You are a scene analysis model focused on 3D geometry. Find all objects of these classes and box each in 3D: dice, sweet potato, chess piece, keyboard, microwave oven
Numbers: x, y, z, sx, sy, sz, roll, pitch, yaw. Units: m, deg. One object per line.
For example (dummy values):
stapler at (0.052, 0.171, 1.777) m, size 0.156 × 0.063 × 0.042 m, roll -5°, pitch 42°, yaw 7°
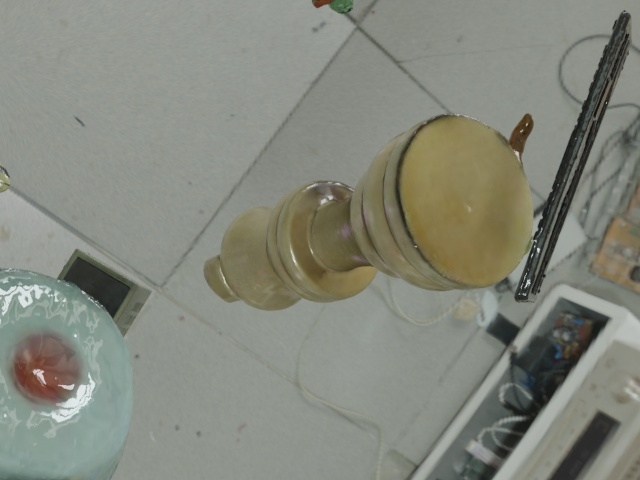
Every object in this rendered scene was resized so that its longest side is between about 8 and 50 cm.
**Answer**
dice at (-0.419, 0.209, 1.121) m, size 0.264 × 0.262 × 0.268 m, roll 21°, pitch 50°, yaw -41°
sweet potato at (0.254, -0.081, 1.153) m, size 0.044 × 0.044 × 0.179 m, roll 7°, pitch 86°, yaw -22°
chess piece at (0.000, 0.000, 0.732) m, size 0.117 × 0.397 × 0.117 m, roll 5°, pitch 80°, yaw -29°
keyboard at (0.132, -0.040, 0.455) m, size 0.010 × 0.053 × 0.155 m, roll 21°, pitch 91°, yaw 20°
microwave oven at (-0.435, 0.154, 1.577) m, size 0.145 × 0.194 × 0.240 m, roll 30°, pitch 83°, yaw -2°

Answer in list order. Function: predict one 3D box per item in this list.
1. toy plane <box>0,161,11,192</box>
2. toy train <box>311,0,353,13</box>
toy plane at (-0.614, -0.136, 1.441) m, size 0.244 × 0.229 × 0.092 m, roll 33°, pitch 89°, yaw 14°
toy train at (0.009, -0.374, 1.136) m, size 0.118 × 0.074 × 0.176 m, roll 29°, pitch 45°, yaw -53°
